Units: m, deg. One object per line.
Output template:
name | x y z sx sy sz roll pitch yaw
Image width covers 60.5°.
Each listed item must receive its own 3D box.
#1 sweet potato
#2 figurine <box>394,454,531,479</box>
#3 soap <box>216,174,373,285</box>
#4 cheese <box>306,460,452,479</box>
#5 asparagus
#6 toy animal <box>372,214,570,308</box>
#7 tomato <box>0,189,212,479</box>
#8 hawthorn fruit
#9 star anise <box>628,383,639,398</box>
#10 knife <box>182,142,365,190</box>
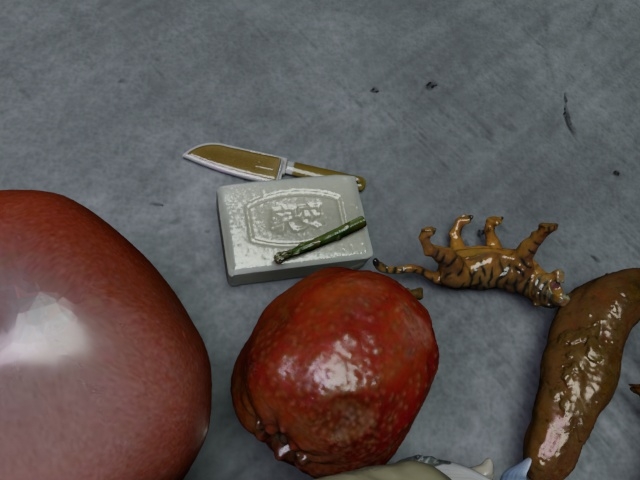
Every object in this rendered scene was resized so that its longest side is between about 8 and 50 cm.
sweet potato | 0.333 0.137 0.692 0.106 0.095 0.354 42 66 5
figurine | 0.135 0.301 0.549 0.208 0.128 0.184 -42 77 16
soap | -0.036 -0.015 0.702 0.183 0.064 0.122 -7 70 -14
cheese | -0.020 0.316 0.332 0.350 0.130 0.329 7 50 -29
asparagus | 0.000 0.000 0.660 0.127 0.018 0.015 -24 45 -20
toy animal | 0.187 0.030 0.722 0.254 0.114 0.117 -1 99 -7
tomato | -0.271 0.124 0.474 0.340 0.273 0.342 5 65 -10
hawthorn fruit | 0.030 0.120 0.584 0.205 0.205 0.253 40 55 7
star anise | 0.466 0.200 0.650 0.237 0.148 0.347 -14 89 -32
knife | -0.061 -0.098 0.757 0.255 0.022 0.046 12 68 -6
